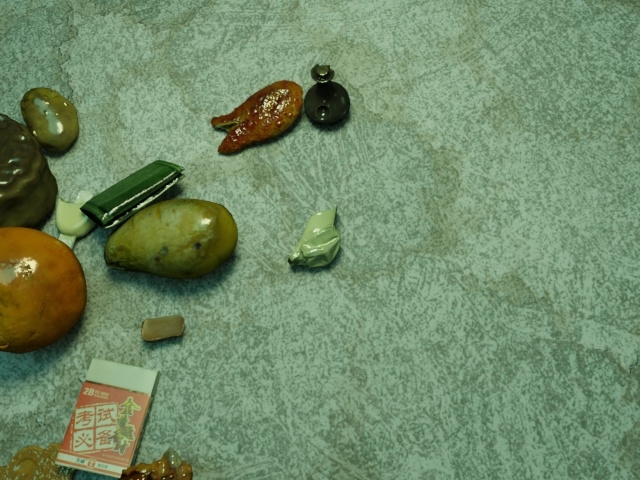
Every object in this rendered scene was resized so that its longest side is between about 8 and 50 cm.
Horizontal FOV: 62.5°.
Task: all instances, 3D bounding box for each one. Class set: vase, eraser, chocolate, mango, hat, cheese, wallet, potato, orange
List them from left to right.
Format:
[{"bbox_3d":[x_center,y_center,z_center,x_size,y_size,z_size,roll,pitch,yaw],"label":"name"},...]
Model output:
[{"bbox_3d":[-0.671,0.108,1.179,0.283,0.226,0.284,2,104,9],"label":"orange"},{"bbox_3d":[-0.717,-0.321,1.407,0.137,0.137,0.176,-21,91,-2],"label":"potato"},{"bbox_3d":[-0.625,-0.025,1.329,0.127,0.050,0.235,11,74,6],"label":"cheese"},{"bbox_3d":[-0.462,0.387,1.161,0.157,0.038,0.230,11,68,4],"label":"eraser"},{"bbox_3d":[-0.459,-0.120,1.296,0.236,0.055,0.160,-38,39,-26],"label":"wallet"},{"bbox_3d":[-0.364,0.208,1.231,0.100,0.031,0.065,-11,52,-2],"label":"chocolate"},{"bbox_3d":[-0.351,-0.002,1.244,0.329,0.176,0.176,-3,33,25],"label":"mango"},{"bbox_3d":[-0.002,-0.007,1.259,0.122,0.081,0.166,-17,46,41],"label":"hat"},{"bbox_3d":[0.012,-0.368,1.316,0.120,0.183,0.120,-2,69,5],"label":"vase"}]

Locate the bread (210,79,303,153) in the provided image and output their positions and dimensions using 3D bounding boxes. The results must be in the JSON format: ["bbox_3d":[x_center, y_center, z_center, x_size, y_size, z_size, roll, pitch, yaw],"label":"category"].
[{"bbox_3d":[-0.163,-0.324,1.366,0.268,0.095,0.139,-23,63,2],"label":"bread"}]

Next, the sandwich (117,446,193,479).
[{"bbox_3d":[-0.316,0.545,1.040,0.250,0.162,0.301,24,105,26],"label":"sandwich"}]

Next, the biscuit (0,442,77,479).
[{"bbox_3d":[-0.638,0.528,1.141,0.236,0.040,0.144,-30,78,-12],"label":"biscuit"}]

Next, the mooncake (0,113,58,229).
[{"bbox_3d":[-0.822,-0.154,1.277,0.324,0.187,0.324,6,53,-8],"label":"mooncake"}]
